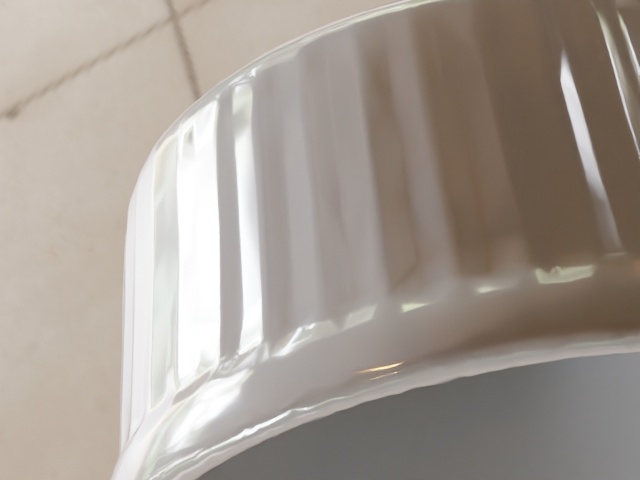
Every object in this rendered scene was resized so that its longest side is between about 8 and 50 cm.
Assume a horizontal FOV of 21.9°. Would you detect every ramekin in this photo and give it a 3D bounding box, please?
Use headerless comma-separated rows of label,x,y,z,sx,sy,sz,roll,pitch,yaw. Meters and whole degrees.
ramekin,0.061,0.035,0.558,0.277,0.277,0.135,-18,60,19
